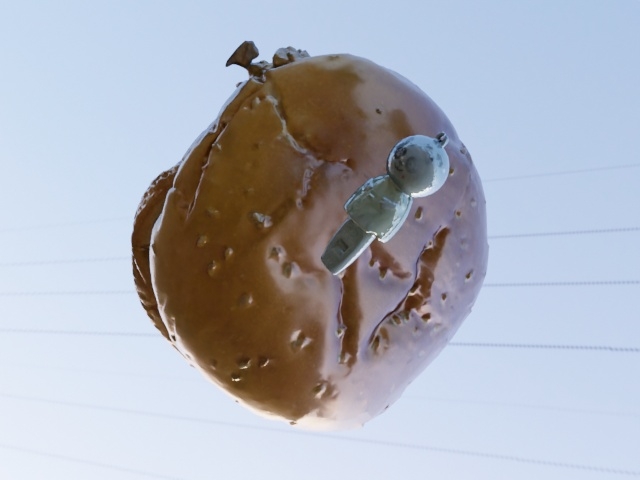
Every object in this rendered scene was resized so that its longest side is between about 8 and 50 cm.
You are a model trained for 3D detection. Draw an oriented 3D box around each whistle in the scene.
[{"bbox_3d":[0.036,-0.021,0.486,0.035,0.035,0.100,45,-77,14],"label":"whistle"}]

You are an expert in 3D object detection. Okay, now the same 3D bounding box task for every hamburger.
[{"bbox_3d":[0.000,0.000,0.714,0.170,0.290,0.314,20,-23,52],"label":"hamburger"}]
